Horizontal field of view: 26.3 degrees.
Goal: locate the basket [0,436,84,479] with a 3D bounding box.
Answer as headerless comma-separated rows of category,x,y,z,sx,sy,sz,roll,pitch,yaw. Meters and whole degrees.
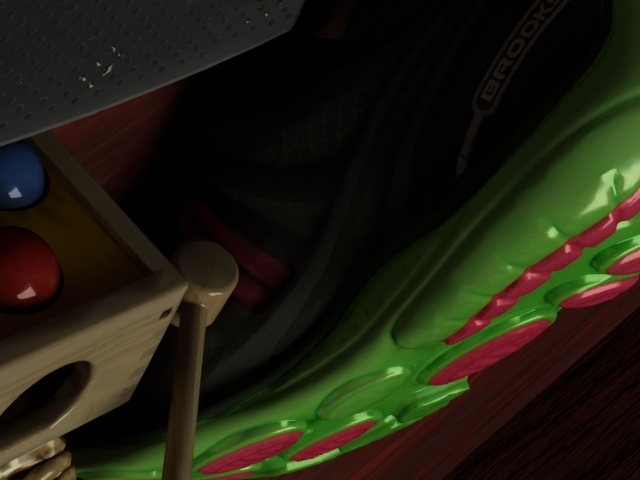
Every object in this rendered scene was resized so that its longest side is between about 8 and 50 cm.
basket,-0.282,0.159,0.646,0.299,0.223,0.214,-34,127,-29

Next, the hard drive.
hard drive,-0.084,-0.119,0.512,0.254,0.054,0.172,-28,156,-42

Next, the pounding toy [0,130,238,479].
pounding toy,-0.105,0.023,0.577,0.206,0.181,0.094,-25,154,-46

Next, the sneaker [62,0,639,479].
sneaker,0.000,0.000,0.756,0.482,0.202,0.185,-35,155,33

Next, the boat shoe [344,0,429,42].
boat shoe,0.065,-0.085,0.836,0.091,0.114,0.302,-27,167,-41
